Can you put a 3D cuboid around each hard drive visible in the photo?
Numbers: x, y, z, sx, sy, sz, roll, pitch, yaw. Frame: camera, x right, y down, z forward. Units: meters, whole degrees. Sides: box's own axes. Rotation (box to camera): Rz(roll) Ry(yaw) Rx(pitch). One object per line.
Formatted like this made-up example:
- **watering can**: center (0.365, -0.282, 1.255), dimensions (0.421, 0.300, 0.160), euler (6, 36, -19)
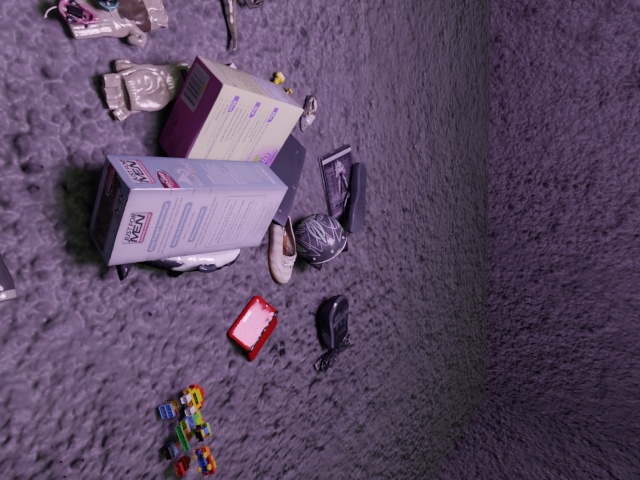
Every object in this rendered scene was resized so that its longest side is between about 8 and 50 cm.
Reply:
- **hard drive**: center (-0.127, -0.183, 1.251), dimensions (0.172, 0.054, 0.255), euler (37, 60, -49)

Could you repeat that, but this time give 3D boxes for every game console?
- **game console**: center (-0.190, 0.250, 1.294), dimensions (0.124, 0.085, 0.144), euler (42, 58, -12)

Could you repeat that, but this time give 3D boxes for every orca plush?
- **orca plush**: center (-0.320, 0.058, 1.023), dimensions (0.287, 0.151, 0.102), euler (-17, 140, -53)

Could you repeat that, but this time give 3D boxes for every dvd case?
- **dvd case**: center (0.066, -0.197, 1.545), dimensions (0.164, 0.018, 0.221), euler (-35, 124, -43)

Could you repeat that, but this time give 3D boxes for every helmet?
- **helmet**: center (0.000, 0.000, 1.364), dimensions (0.161, 0.169, 0.169), euler (66, 43, -64)

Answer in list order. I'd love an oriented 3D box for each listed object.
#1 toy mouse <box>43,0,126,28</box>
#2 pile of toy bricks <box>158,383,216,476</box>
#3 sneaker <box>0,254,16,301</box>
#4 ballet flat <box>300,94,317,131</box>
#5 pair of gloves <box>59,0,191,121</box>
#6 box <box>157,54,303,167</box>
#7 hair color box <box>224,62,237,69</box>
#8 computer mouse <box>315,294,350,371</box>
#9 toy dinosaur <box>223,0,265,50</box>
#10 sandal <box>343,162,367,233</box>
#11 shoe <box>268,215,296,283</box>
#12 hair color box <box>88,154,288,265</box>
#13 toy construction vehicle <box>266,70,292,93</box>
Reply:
- **toy mouse**: center (-0.419, -0.427, 0.817), dimensions (0.143, 0.031, 0.161), euler (33, 63, -27)
- **pile of toy bricks**: center (-0.314, 0.458, 1.115), dimensions (0.105, 0.118, 0.212), euler (-37, 111, -77)
- **sneaker**: center (-0.604, 0.064, 0.688), dimensions (0.222, 0.083, 0.118), euler (-16, 90, -43)
- **ballet flat**: center (-0.032, -0.384, 1.368), dimensions (0.041, 0.041, 0.114), euler (18, 82, -52)
- **pair of gloves**: center (-0.377, -0.382, 0.915), dimensions (0.204, 0.042, 0.240), euler (-39, 119, -35)
- **box**: center (-0.199, -0.262, 1.026), dimensions (0.243, 0.117, 0.214), euler (-2, 135, -51)
- **hair color box**: center (-0.213, -0.358, 1.133), dimensions (0.072, 0.043, 0.141), euler (-58, 136, -27)
- **computer mouse**: center (0.036, 0.298, 1.558), dimensions (0.188, 0.072, 0.272), euler (-34, 134, -47)
- **toy dinosaur**: center (-0.203, -0.609, 1.095), dimensions (0.118, 0.064, 0.268), euler (-32, 123, -38)
- **sandal**: center (0.119, -0.143, 1.576), dimensions (0.097, 0.054, 0.255), euler (31, 63, -58)
- **shoe**: center (-0.109, 0.025, 1.322), dimensions (0.076, 0.058, 0.219), euler (-21, 112, -49)
- **hair color box**: center (-0.268, -0.070, 0.970), dimensions (0.374, 0.113, 0.185), euler (-8, 137, -48)
- **toy construction vehicle**: center (-0.123, -0.410, 1.256), dimensions (0.086, 0.035, 0.098), euler (45, 58, -33)
